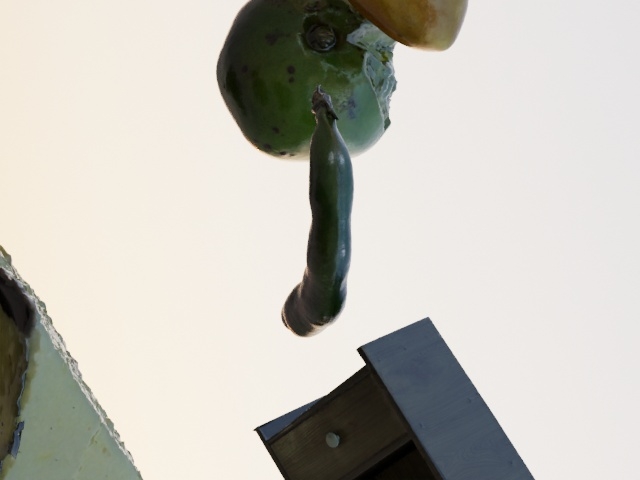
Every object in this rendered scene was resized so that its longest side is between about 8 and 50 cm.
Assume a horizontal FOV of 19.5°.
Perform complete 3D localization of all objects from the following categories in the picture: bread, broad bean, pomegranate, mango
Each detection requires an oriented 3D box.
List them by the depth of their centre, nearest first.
[{"bbox_3d":[-0.342,0.180,1.578,0.346,0.405,0.242,32,-14,47],"label":"bread"},{"bbox_3d":[0.000,0.000,1.860,0.144,0.049,0.292,-109,-159,-56],"label":"broad bean"},{"bbox_3d":[0.088,-0.323,2.123,0.126,0.154,0.252,-43,-116,39],"label":"mango"},{"bbox_3d":[-0.008,-0.194,2.303,0.302,0.236,0.236,70,9,-75],"label":"pomegranate"}]

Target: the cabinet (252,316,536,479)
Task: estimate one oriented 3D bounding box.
[{"bbox_3d":[0.074,0.223,1.886,0.175,0.148,0.215,-39,-103,33],"label":"cabinet"}]
